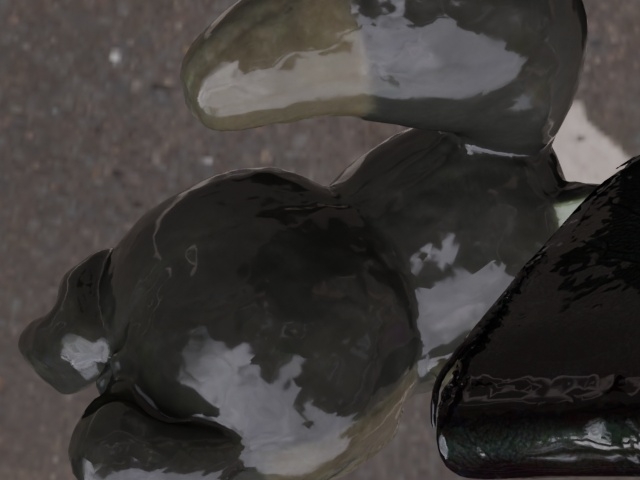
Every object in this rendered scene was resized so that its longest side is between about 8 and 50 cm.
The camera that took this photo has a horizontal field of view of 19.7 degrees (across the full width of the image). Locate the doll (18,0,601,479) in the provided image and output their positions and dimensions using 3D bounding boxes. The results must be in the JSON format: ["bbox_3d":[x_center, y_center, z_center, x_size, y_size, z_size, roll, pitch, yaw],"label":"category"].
[{"bbox_3d":[-0.017,-0.016,1.143,0.382,0.252,0.378,-20,115,-22],"label":"doll"}]

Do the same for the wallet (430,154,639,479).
[{"bbox_3d":[0.201,0.012,0.539,0.318,0.172,0.045,-2,120,39],"label":"wallet"}]
